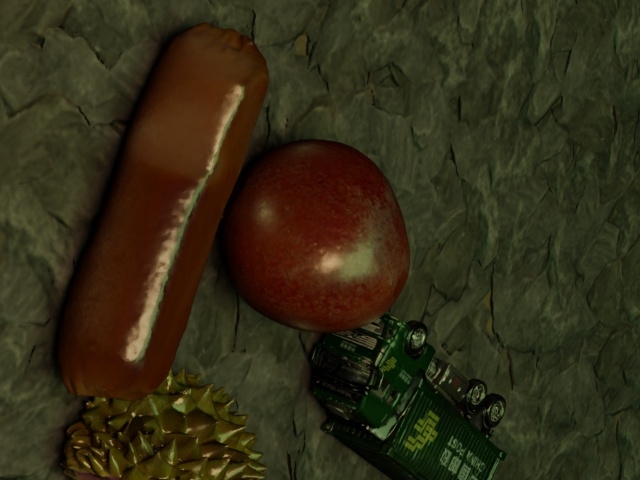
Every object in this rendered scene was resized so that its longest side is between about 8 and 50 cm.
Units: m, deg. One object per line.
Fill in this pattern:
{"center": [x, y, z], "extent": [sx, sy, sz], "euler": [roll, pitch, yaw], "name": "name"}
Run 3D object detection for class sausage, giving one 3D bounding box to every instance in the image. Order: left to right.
{"center": [-0.120, -0.019, 1.200], "extent": [0.083, 0.089, 0.300], "euler": [30, 79, -62], "name": "sausage"}

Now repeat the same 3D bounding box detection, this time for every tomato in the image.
{"center": [0.000, 0.000, 1.296], "extent": [0.167, 0.167, 0.167], "euler": [-19, 116, -44], "name": "tomato"}

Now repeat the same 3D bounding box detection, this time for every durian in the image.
{"center": [-0.099, 0.208, 1.290], "extent": [0.260, 0.154, 0.186], "euler": [61, 33, -49], "name": "durian"}

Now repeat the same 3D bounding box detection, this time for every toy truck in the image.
{"center": [0.085, 0.158, 1.491], "extent": [0.259, 0.088, 0.121], "euler": [43, 70, -48], "name": "toy truck"}
